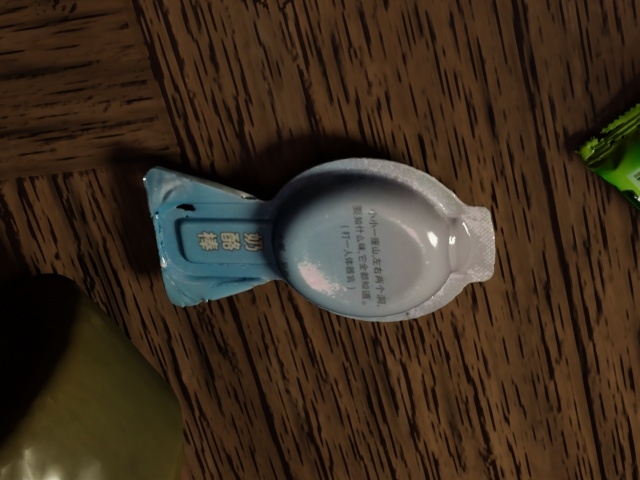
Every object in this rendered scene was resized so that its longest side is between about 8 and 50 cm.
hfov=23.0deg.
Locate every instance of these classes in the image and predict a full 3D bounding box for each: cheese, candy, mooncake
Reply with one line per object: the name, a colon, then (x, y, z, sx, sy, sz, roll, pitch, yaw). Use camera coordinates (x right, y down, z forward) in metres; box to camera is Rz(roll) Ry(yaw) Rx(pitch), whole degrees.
cheese: (0.000, 0.000, 1.101, 0.244, 0.052, 0.135, 1, 121, 13)
candy: (0.265, -0.028, 1.037, 0.178, 0.032, 0.102, 42, 119, -15)
mooncake: (-0.234, 0.173, 1.134, 0.284, 0.284, 0.155, -27, 122, 27)
